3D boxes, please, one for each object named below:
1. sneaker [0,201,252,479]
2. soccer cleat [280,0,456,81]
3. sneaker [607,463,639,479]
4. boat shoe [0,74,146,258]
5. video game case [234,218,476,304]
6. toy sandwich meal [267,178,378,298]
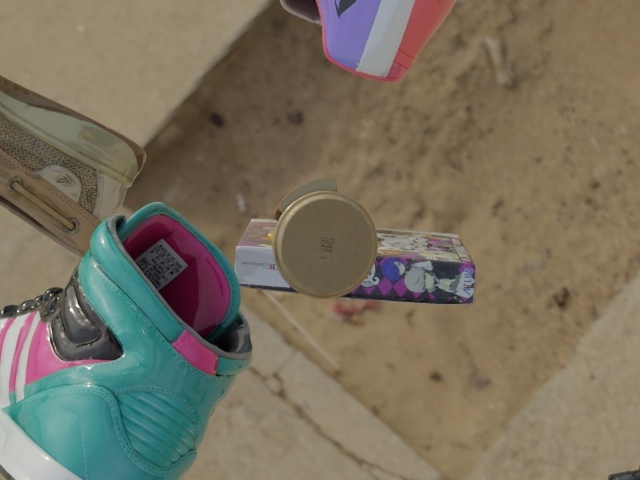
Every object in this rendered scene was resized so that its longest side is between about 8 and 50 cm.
[{"bbox_3d":[-0.140,0.056,0.995,0.178,0.124,0.295,-53,34,-7],"label":"sneaker"},{"bbox_3d":[0.000,-0.162,0.755,0.318,0.108,0.116,-125,51,-67],"label":"soccer cleat"},{"bbox_3d":[0.304,0.241,1.441,0.089,0.170,0.051,-16,30,1],"label":"sneaker"},{"bbox_3d":[-0.296,-0.088,1.240,0.121,0.341,0.110,14,80,65],"label":"boat shoe"},{"bbox_3d":[0.031,0.017,1.518,0.210,0.232,0.042,4,97,1],"label":"video game case"},{"bbox_3d":[0.000,0.000,1.174,0.085,0.085,0.029,-51,14,-5],"label":"toy sandwich meal"}]
